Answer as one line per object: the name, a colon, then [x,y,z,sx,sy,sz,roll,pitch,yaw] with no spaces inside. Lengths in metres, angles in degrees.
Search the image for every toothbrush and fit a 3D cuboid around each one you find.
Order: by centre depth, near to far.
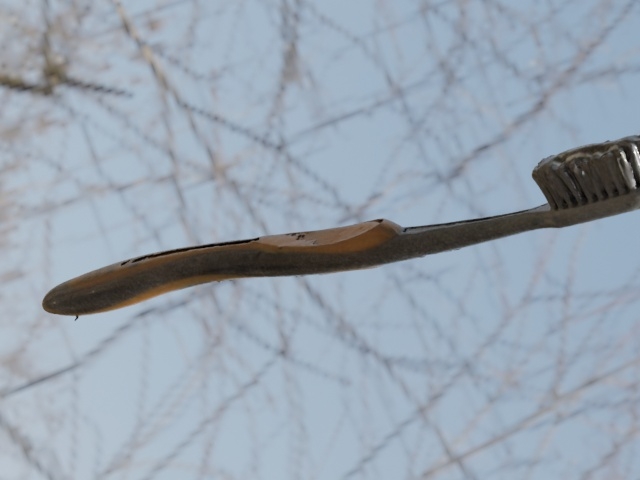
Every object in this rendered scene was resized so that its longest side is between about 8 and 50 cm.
toothbrush: [0.001,0.003,0.832,0.321,0.023,0.031,-14,-72,35]
